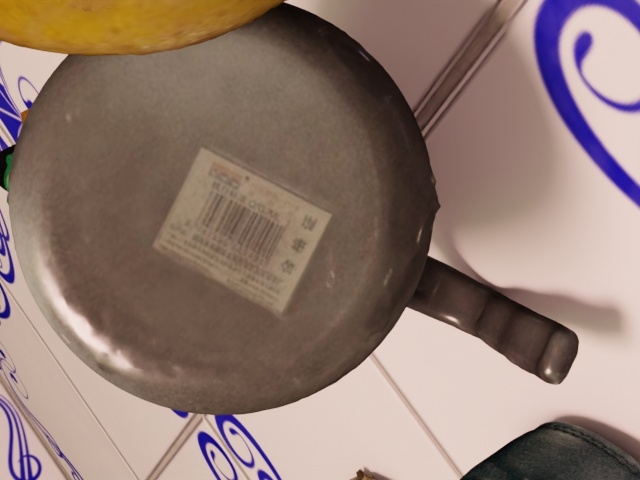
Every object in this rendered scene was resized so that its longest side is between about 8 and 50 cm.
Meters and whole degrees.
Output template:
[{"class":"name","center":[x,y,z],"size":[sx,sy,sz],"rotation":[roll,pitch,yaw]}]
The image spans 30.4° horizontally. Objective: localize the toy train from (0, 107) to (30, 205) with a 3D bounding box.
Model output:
[{"class":"toy train","center":[-0.254,-0.063,1.178],"size":[0.228,0.136,0.091],"rotation":[28,141,42]}]

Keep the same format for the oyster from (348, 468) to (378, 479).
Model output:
[{"class":"oyster","center":[0.045,0.271,1.123],"size":[0.103,0.051,0.148],"rotation":[35,137,25]}]

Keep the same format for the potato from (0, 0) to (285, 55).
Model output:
[{"class":"potato","center":[-0.110,-0.276,0.524],"size":[0.397,0.296,0.290],"rotation":[57,153,-3]}]

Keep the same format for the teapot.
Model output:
[{"class":"teapot","center":[-0.006,-0.023,0.727],"size":[0.285,0.305,0.223],"rotation":[-21,-71,-86]}]

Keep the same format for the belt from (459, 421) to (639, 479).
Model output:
[{"class":"belt","center":[0.186,0.252,0.784],"size":[0.206,0.116,0.267],"rotation":[7,122,62]}]
